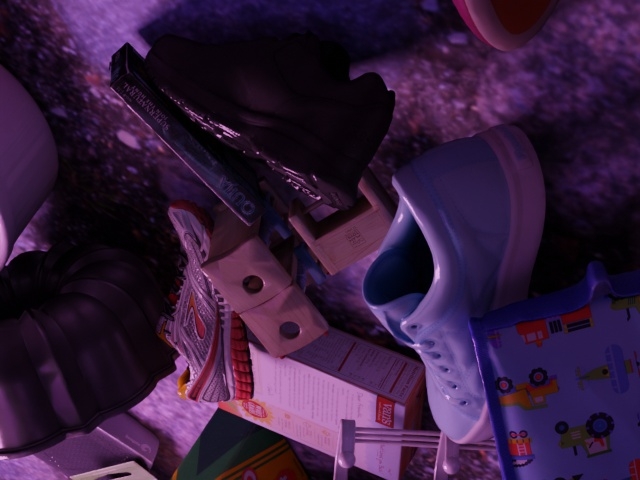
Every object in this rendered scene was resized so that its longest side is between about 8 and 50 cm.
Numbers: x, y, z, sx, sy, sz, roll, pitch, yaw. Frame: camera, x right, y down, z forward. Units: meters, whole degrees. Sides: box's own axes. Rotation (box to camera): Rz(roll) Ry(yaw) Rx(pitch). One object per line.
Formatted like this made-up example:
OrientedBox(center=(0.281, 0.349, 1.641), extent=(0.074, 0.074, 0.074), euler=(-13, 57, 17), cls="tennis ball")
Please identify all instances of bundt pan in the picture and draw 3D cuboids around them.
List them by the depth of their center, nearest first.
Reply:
OrientedBox(center=(-0.318, 0.105, 1.663), extent=(0.331, 0.331, 0.124), euler=(0, 118, 36), cls="bundt pan")

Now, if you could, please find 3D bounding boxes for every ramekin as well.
OrientedBox(center=(-0.419, -0.096, 1.649), extent=(0.277, 0.135, 0.277), euler=(21, 140, 18), cls="ramekin")

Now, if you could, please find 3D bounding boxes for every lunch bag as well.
OrientedBox(center=(0.261, 0.146, 1.360), extent=(0.221, 0.138, 0.293), euler=(-13, 124, 4), cls="lunch bag")

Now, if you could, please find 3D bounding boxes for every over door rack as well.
OrientedBox(center=(0.122, 0.319, 1.663), extent=(0.239, 0.108, 0.324), euler=(4, 140, -3), cls="over door rack")

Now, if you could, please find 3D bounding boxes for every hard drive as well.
OrientedBox(center=(-0.336, 0.251, 2.033), extent=(0.254, 0.054, 0.172), euler=(30, 143, 4), cls="hard drive")

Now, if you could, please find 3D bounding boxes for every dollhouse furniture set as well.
OrientedBox(center=(0.000, 0.000, 1.490), extent=(0.183, 0.129, 0.129), euler=(-30, 114, 18), cls="dollhouse furniture set")

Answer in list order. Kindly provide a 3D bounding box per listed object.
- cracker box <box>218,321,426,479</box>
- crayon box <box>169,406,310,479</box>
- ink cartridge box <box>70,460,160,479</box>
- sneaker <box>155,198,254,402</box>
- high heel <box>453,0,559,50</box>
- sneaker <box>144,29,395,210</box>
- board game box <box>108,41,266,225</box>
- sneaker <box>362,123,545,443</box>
OrientedBox(center=(-0.001, 0.162, 1.683), extent=(0.232, 0.067, 0.156), euler=(22, 142, 16), cls="cracker box")
OrientedBox(center=(-0.122, 0.376, 1.797), extent=(0.081, 0.318, 0.202), euler=(-1, 131, 37), cls="crayon box")
OrientedBox(center=(-0.231, 0.373, 2.018), extent=(0.109, 0.062, 0.209), euler=(-16, 139, 28), cls="ink cartridge box")
OrientedBox(center=(-0.128, 0.068, 1.564), extent=(0.092, 0.088, 0.225), euler=(-10, 106, -2), cls="sneaker")
OrientedBox(center=(0.091, -0.311, 1.106), extent=(0.181, 0.127, 0.377), euler=(44, 158, 37), cls="high heel")
OrientedBox(center=(-0.042, -0.134, 1.367), extent=(0.286, 0.130, 0.109), euler=(32, 177, 36), cls="sneaker")
OrientedBox(center=(-0.127, -0.102, 1.446), extent=(0.026, 0.126, 0.186), euler=(-42, 109, 8), cls="board game box")
OrientedBox(center=(0.103, 0.054, 1.394), extent=(0.135, 0.150, 0.366), euler=(-119, 22, -48), cls="sneaker")
